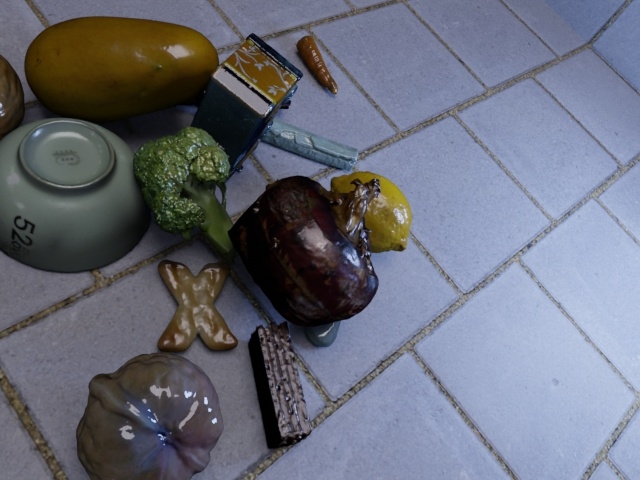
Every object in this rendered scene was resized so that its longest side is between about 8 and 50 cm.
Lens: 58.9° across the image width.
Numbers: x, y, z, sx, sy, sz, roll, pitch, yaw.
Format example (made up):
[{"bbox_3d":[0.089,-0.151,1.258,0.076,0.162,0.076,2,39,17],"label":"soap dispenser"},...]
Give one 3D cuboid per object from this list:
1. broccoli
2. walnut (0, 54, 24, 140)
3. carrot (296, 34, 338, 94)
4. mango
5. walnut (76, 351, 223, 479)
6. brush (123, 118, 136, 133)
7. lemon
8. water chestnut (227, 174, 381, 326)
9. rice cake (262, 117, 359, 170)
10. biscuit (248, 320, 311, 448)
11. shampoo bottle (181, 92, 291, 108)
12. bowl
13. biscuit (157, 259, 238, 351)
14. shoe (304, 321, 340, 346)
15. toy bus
[{"bbox_3d":[-0.255,-0.104,1.199,0.302,0.186,0.254,54,20,5],"label":"broccoli"},{"bbox_3d":[-0.747,-0.316,1.197,0.225,0.225,0.260,-9,59,-27],"label":"walnut"},{"bbox_3d":[-0.002,-0.530,1.740,0.061,0.061,0.209,-19,72,-31],"label":"carrot"},{"bbox_3d":[-0.442,-0.393,1.289,0.447,0.231,0.300,-3,12,12],"label":"mango"},{"bbox_3d":[-0.296,0.315,0.980,0.249,0.248,0.248,11,56,-17],"label":"walnut"},{"bbox_3d":[-0.484,-0.301,1.420,0.016,0.013,0.083,-16,69,-32],"label":"brush"},{"bbox_3d":[0.125,-0.072,1.424,0.256,0.188,0.188,46,54,2],"label":"lemon"},{"bbox_3d":[0.000,0.000,1.194,0.347,0.335,0.335,-36,73,10],"label":"water chestnut"},{"bbox_3d":[-0.057,-0.274,1.552,0.337,0.063,0.066,17,45,-11],"label":"rice cake"},{"bbox_3d":[-0.089,0.290,1.158,0.070,0.106,0.251,-4,61,-23],"label":"biscuit"},{"bbox_3d":[-0.246,-0.403,1.535,0.323,0.084,0.129,-5,46,-24],"label":"shampoo bottle"},{"bbox_3d":[-0.526,-0.128,1.185,0.354,0.185,0.353,11,57,-17],"label":"bowl"},{"bbox_3d":[-0.265,0.139,1.214,0.165,0.047,0.207,2,59,-20],"label":"biscuit"},{"bbox_3d":[0.014,0.145,1.310,0.079,0.078,0.195,17,51,-13],"label":"shoe"},{"bbox_3d":[-0.196,-0.299,1.342,0.162,0.323,0.194,37,55,-7],"label":"toy bus"}]
